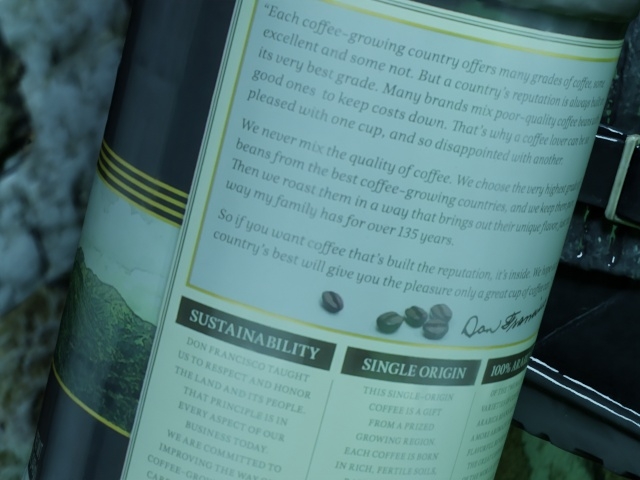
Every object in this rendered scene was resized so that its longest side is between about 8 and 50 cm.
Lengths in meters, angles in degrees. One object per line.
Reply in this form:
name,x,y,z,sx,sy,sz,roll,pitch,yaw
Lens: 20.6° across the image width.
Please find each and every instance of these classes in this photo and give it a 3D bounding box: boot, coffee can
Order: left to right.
coffee can,0.000,0.000,0.736,0.201,0.201,0.275,1,109,-46
boot,0.221,0.004,0.894,0.131,0.348,0.260,-50,164,-84
